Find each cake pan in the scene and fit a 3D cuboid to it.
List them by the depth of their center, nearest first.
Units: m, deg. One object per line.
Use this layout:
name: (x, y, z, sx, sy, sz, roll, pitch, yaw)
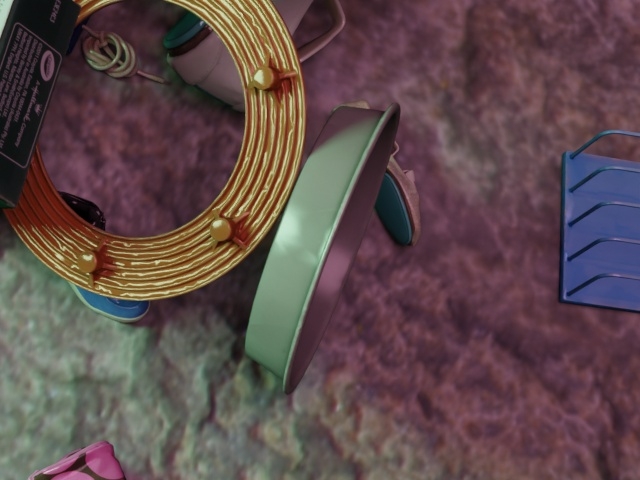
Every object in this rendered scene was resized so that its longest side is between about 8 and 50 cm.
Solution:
cake pan: (0.000, 0.000, 1.498, 0.054, 0.293, 0.293, 21, 69, 5)

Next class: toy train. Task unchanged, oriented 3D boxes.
toy train: (-0.252, -0.241, 1.566, 0.248, 0.143, 0.105, 26, 70, -7)

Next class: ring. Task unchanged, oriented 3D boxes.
ring: (-0.171, -0.112, 1.446, 0.336, 0.032, 0.336, 0, 90, 22)

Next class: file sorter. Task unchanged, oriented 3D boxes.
file sorter: (0.329, -0.020, 1.690, 0.118, 0.104, 0.170, 8, 73, -13)

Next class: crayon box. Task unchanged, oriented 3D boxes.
crayon box: (-0.385, -0.133, 1.459, 0.083, 0.323, 0.203, 37, 61, -49)

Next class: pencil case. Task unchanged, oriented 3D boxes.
pencil case: (-0.201, 0.295, 1.458, 0.098, 0.095, 0.209, -21, 79, -5)

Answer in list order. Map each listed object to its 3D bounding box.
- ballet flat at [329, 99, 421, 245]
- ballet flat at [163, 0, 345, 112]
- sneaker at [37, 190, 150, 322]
ballet flat: (0.070, -0.076, 1.660, 0.052, 0.057, 0.168, -26, 83, -31)
ballet flat: (-0.004, -0.293, 1.675, 0.139, 0.139, 0.400, 39, 72, -2)
sneaker: (-0.220, 0.014, 1.533, 0.058, 0.084, 0.152, -42, 89, -22)
